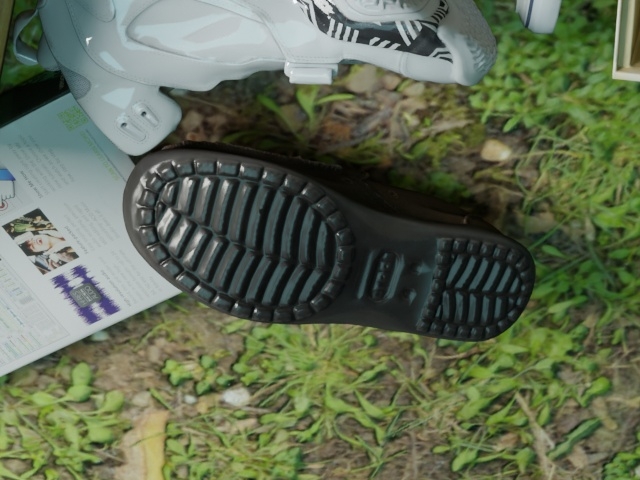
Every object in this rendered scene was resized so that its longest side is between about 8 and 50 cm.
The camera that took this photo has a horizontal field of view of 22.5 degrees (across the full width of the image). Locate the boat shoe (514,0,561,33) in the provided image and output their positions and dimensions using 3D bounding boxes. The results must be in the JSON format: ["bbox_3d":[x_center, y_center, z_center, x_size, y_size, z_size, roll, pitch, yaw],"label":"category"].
[{"bbox_3d":[0.157,-0.270,1.228,0.075,0.083,0.226,5,116,6],"label":"boat shoe"}]

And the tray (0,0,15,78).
[{"bbox_3d":[-0.257,-0.209,1.121,0.076,0.203,0.411,16,119,-5],"label":"tray"}]

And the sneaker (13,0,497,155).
[{"bbox_3d":[-0.058,-0.162,1.253,0.365,0.137,0.210,21,124,-14],"label":"sneaker"}]

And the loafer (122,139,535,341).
[{"bbox_3d":[0.000,0.000,1.373,0.365,0.130,0.134,17,107,-22],"label":"loafer"}]

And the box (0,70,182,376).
[{"bbox_3d":[-0.283,0.002,1.409,0.322,0.058,0.232,-25,125,13],"label":"box"}]

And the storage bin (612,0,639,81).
[{"bbox_3d":[0.363,-0.244,1.176,0.262,0.123,0.260,9,130,14],"label":"storage bin"}]
